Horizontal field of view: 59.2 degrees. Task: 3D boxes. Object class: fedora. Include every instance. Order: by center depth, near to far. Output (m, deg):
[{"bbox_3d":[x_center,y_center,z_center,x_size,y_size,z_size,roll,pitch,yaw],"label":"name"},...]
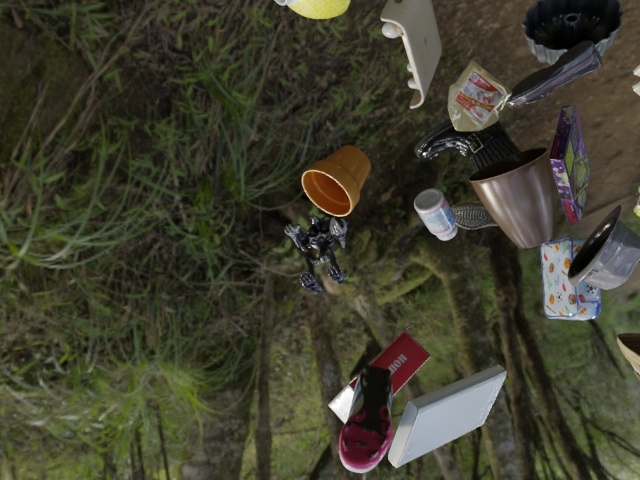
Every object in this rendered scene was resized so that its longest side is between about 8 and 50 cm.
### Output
[{"bbox_3d":[0.844,0.044,1.641,0.244,0.124,0.275,-49,165,-43],"label":"fedora"}]

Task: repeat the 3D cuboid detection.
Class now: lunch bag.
[{"bbox_3d":[0.877,0.129,1.999,0.115,0.303,0.243,2,172,-7],"label":"lunch bag"}]

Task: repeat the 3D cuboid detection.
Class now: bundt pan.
[{"bbox_3d":[0.897,-0.748,2.018,0.331,0.331,0.124,-15,146,12],"label":"bundt pan"}]

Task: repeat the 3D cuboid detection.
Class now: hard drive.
[{"bbox_3d":[0.315,0.428,1.388,0.307,0.040,0.203,-11,127,-34],"label":"hard drive"}]

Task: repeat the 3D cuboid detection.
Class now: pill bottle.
[{"bbox_3d":[0.339,-0.072,1.631,0.087,0.087,0.160,-18,137,24],"label":"pill bottle"}]

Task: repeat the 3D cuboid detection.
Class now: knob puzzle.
[{"bbox_3d":[0.473,-0.426,1.749,0.213,0.213,0.030,-11,-165,-8],"label":"knob puzzle"}]

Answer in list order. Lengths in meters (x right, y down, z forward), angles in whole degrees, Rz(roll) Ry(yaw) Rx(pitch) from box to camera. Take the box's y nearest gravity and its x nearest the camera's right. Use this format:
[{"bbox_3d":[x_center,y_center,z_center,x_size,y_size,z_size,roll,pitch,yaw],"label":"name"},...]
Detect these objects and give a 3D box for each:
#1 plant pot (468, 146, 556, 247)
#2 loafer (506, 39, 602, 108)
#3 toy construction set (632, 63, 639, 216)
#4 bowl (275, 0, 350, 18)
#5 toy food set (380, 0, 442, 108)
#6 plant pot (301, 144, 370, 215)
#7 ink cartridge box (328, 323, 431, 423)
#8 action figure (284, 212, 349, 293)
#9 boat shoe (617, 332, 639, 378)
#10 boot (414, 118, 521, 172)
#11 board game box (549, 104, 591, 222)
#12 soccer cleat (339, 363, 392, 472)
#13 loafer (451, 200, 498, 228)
[{"bbox_3d":[0.550,-0.104,1.536,0.215,0.230,0.215,-25,-170,5],"label":"plant pot"},{"bbox_3d":[0.731,-0.497,1.773,0.095,0.109,0.302,41,128,-22],"label":"loafer"},{"bbox_3d":[0.698,-0.194,1.087,0.215,0.328,0.151,3,161,2],"label":"toy construction set"},{"bbox_3d":[-0.060,-0.730,1.541,0.156,0.289,0.289,-32,174,-17],"label":"bowl"},{"bbox_3d":[0.258,-0.567,1.612,0.092,0.220,0.306,5,145,29],"label":"toy food set"},{"bbox_3d":[0.072,-0.220,1.930,0.188,0.205,0.205,-51,-173,-27],"label":"plant pot"},{"bbox_3d":[0.207,0.449,1.856,0.309,0.130,0.272,-36,164,-35],"label":"ink cartridge box"},{"bbox_3d":[0.000,0.000,1.479,0.164,0.276,0.141,-15,131,6],"label":"action figure"},{"bbox_3d":[0.834,0.328,1.392,0.121,0.110,0.341,-3,-166,5],"label":"boat shoe"},{"bbox_3d":[0.531,-0.321,2.068,0.348,0.260,0.131,-32,166,36],"label":"boot"},{"bbox_3d":[0.797,-0.235,1.789,0.056,0.208,0.347,10,155,38],"label":"board game box"},{"bbox_3d":[0.117,0.450,1.368,0.116,0.143,0.331,13,-150,9],"label":"soccer cleat"},{"bbox_3d":[0.612,-0.104,2.158,0.268,0.102,0.092,2,-154,-12],"label":"loafer"}]
